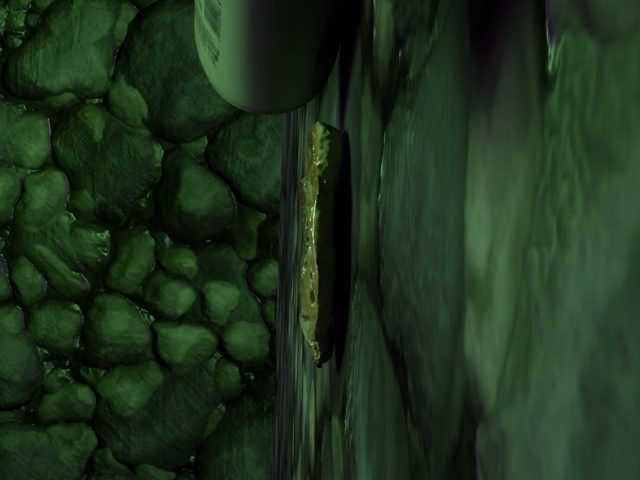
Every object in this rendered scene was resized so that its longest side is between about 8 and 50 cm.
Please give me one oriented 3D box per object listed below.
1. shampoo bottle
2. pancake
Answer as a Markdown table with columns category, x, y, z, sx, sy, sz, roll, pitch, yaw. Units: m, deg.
| category | x | y | z | sx | sy | sz | roll | pitch | yaw |
| --- | --- | --- | --- | --- | --- | --- | --- | --- | --- |
| shampoo bottle | -0.024 | -0.167 | 0.606 | 0.234 | 0.087 | 0.118 | 101 | 169 | -67 |
| pancake | 0.000 | 0.000 | 0.664 | 0.139 | 0.022 | 0.139 | -178 | 90 | -87 |
